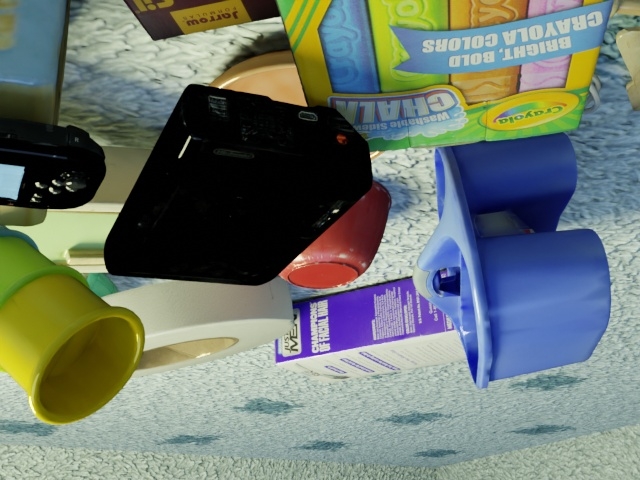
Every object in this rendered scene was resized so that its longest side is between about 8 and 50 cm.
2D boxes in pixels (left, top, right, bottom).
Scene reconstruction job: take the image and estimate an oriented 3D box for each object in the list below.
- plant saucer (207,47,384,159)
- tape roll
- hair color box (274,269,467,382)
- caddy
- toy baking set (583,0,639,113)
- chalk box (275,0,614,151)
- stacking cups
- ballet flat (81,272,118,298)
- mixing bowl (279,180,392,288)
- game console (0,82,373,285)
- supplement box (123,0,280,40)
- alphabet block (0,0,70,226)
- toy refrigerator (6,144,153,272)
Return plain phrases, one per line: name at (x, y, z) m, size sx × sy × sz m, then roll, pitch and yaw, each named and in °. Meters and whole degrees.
plant saucer at (-0.020, -0.124, 0.766) m, size 0.200 × 0.037 × 0.200 m, roll -1°, pitch 156°, yaw -1°
tape roll at (-0.230, 0.139, 1.190) m, size 0.392 × 0.072 × 0.392 m, roll -12°, pitch 166°, yaw -3°
hair color box at (0.111, 0.149, 1.312) m, size 0.339 × 0.110 × 0.185 m, roll -16°, pitch 154°, yaw 24°
caddy at (0.191, 0.027, 0.883) m, size 0.179 × 0.241 × 0.341 m, roll -11°, pitch 155°, yaw 5°
toy baking set at (0.204, -0.166, 0.706) m, size 0.256 × 0.030 × 0.197 m, roll 1°, pitch 160°, yaw -2°
chalk box at (0.072, -0.172, 0.493) m, size 0.179 × 0.180 × 0.289 m, roll -5°, pitch 157°, yaw 8°
stacking cups at (-0.274, 0.011, 0.611) m, size 0.316 × 0.096 × 0.096 m, roll 33°, pitch 170°, yaw 26°
ballet flat at (-0.417, 0.074, 1.149) m, size 0.247 × 0.083 × 0.087 m, roll -8°, pitch 131°, yaw 12°
mixing bowl at (0.000, 0.000, 0.974) m, size 0.181 × 0.098 × 0.181 m, roll -1°, pitch 157°, yaw -1°
game console at (-0.160, -0.033, 0.493) m, size 0.361 × 0.044 × 0.213 m, roll 6°, pitch 154°, yaw -24°
supplement box at (-0.096, -0.218, 0.490) m, size 0.104 × 0.080 × 0.188 m, roll -8°, pitch 156°, yaw 12°
alphabet block at (-0.268, -0.139, 0.523) m, size 0.193 × 0.192 × 0.197 m, roll 8°, pitch 155°, yaw -17°
toy refrigerator at (-0.215, -0.028, 0.797) m, size 0.269 × 0.094 × 0.102 m, roll 0°, pitch 136°, yaw -37°
